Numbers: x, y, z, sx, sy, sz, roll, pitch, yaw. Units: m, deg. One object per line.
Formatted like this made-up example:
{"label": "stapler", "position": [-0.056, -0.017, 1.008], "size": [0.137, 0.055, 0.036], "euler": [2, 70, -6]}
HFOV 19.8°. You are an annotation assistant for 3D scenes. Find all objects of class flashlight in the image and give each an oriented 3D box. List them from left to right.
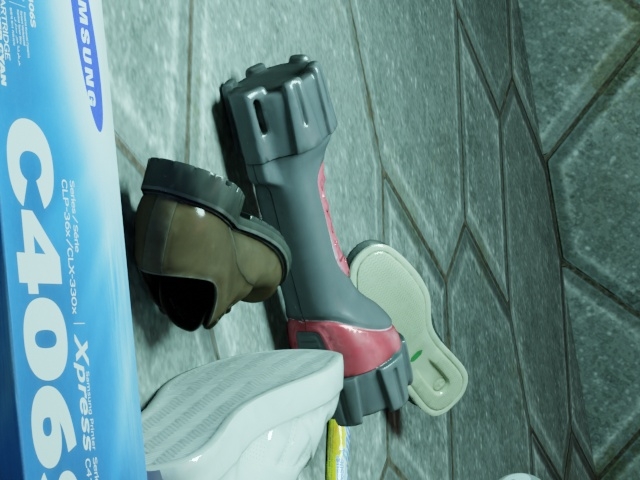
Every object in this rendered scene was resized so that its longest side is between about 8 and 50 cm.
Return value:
{"label": "flashlight", "position": [0.000, 0.000, 1.510], "size": [0.103, 0.103, 0.304], "euler": [-131, -154, -67]}

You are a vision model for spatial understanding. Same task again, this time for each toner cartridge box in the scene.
{"label": "toner cartridge box", "position": [-0.160, -0.004, 0.929], "size": [0.165, 0.075, 0.347], "euler": [7, 76, -76]}

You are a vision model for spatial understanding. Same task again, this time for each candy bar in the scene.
{"label": "candy bar", "position": [0.017, 0.203, 1.640], "size": [0.040, 0.018, 0.161], "euler": [61, 25, -55]}

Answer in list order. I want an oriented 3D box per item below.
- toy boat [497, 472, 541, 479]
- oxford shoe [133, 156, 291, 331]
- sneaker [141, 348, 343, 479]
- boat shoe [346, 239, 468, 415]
{"label": "toy boat", "position": [0.189, 0.401, 1.883], "size": [0.267, 0.148, 0.318], "euler": [104, -23, -75]}
{"label": "oxford shoe", "position": [-0.082, 0.017, 1.256], "size": [0.227, 0.083, 0.096], "euler": [41, 64, -69]}
{"label": "sneaker", "position": [-0.057, 0.179, 1.216], "size": [0.292, 0.108, 0.169], "euler": [-32, 116, -64]}
{"label": "boat shoe", "position": [0.071, 0.082, 1.835], "size": [0.079, 0.084, 0.233], "euler": [42, -14, 47]}
